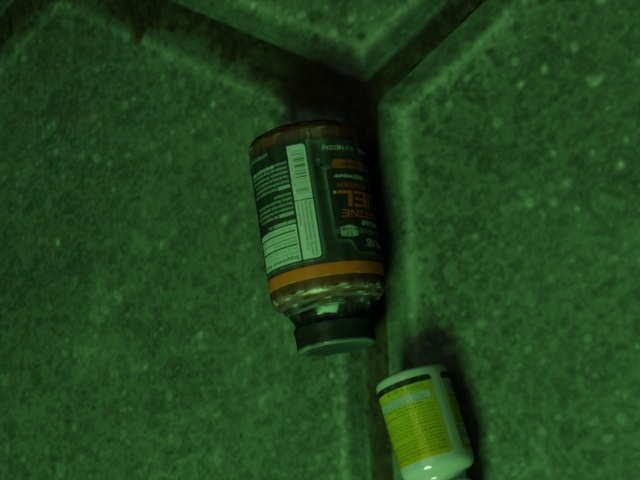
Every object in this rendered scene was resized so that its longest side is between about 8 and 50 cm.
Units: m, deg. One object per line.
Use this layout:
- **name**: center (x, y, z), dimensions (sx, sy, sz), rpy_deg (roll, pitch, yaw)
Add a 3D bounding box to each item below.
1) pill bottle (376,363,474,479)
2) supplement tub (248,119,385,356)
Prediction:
- **pill bottle**: center (0.092, 0.168, 1.275), dimensions (0.065, 0.065, 0.116), rpy_deg (-27, 69, 30)
- **supplement tub**: center (0.000, 0.000, 1.337), dimensions (0.106, 0.106, 0.197), rpy_deg (-17, 76, 32)
